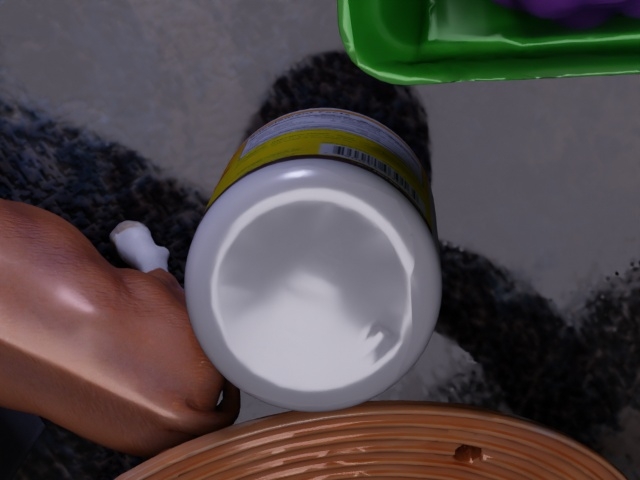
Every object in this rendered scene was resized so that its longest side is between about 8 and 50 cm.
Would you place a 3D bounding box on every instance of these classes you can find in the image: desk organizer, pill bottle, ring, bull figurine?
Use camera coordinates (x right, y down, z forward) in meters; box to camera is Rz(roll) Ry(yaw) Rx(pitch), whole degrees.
[{"bbox_3d":[-0.195,0.116,0.982,0.050,0.130,0.047,-30,100,11],"label":"desk organizer"},{"bbox_3d":[0.000,0.000,0.902,0.117,0.215,0.117,1,103,2],"label":"pill bottle"},{"bbox_3d":[0.011,0.188,0.962,0.336,0.032,0.337,-6,136,-6],"label":"ring"},{"bbox_3d":[-0.180,0.013,0.928,0.310,0.188,0.101,32,102,-5],"label":"bull figurine"}]

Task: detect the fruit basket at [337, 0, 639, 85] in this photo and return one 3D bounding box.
[{"bbox_3d":[0.102,-0.246,0.768,0.282,0.392,0.392,-2,103,3],"label":"fruit basket"}]
